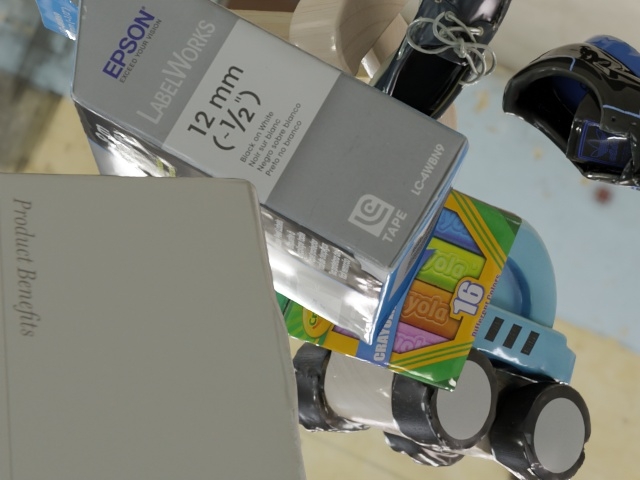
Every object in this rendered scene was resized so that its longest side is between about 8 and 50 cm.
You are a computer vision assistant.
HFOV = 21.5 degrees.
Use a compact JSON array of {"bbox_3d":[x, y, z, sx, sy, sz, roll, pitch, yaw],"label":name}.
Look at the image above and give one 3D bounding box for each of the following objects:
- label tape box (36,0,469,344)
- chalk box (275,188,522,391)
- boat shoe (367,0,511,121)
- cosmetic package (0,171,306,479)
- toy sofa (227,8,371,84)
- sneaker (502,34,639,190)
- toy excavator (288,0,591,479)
[{"bbox_3d":[-0.083,-0.074,1.168,0.348,0.115,0.249,27,167,5],"label":"label tape box"},{"bbox_3d":[0.000,0.000,1.513,0.289,0.179,0.180,21,-179,-36],"label":"chalk box"},{"bbox_3d":[0.118,-0.188,1.623,0.095,0.254,0.079,26,-151,-23],"label":"boat shoe"},{"bbox_3d":[-0.244,0.098,0.702,0.453,0.161,0.230,1,-133,-14],"label":"cosmetic package"},{"bbox_3d":[-0.066,-0.153,1.887,0.362,0.150,0.177,-4,-134,-39],"label":"toy sofa"},{"bbox_3d":[0.218,-0.055,1.058,0.090,0.081,0.232,-24,-138,-36],"label":"sneaker"},{"bbox_3d":[0.107,-0.007,1.761,0.433,0.445,0.222,23,165,-37],"label":"toy excavator"}]
